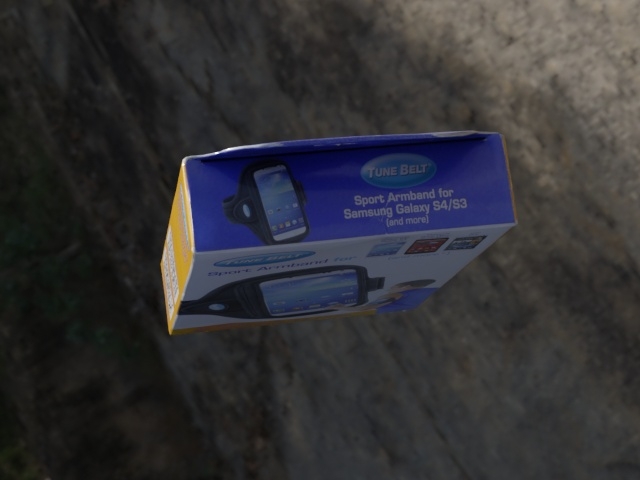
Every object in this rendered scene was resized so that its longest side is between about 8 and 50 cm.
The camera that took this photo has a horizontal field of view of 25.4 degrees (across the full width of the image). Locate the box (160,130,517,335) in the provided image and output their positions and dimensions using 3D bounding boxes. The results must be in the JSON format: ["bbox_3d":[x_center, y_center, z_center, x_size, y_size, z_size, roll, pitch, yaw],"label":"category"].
[{"bbox_3d":[0.000,0.000,0.390,0.136,0.081,0.028,127,136,-76],"label":"box"}]
